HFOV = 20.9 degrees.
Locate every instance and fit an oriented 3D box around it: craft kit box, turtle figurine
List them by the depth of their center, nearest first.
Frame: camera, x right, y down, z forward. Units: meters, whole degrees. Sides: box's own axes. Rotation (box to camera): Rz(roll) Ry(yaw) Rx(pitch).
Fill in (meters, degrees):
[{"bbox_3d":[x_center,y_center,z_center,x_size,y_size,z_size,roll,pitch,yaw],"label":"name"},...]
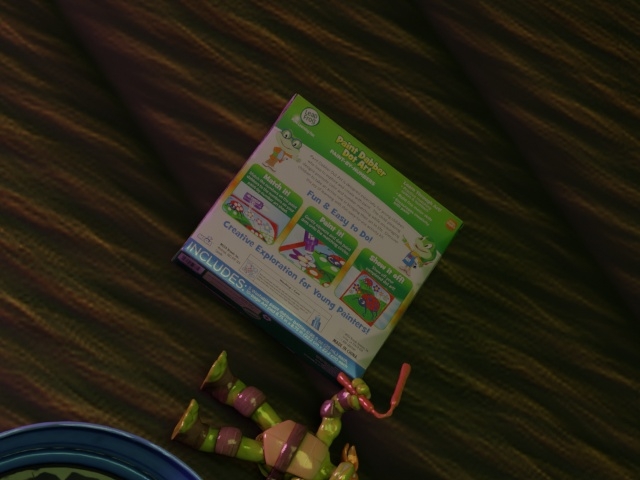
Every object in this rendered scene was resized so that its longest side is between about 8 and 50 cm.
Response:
[{"bbox_3d":[-0.035,0.211,1.870,0.217,0.087,0.269,31,73,1],"label":"turtle figurine"},{"bbox_3d":[0.000,0.000,1.974,0.250,0.061,0.247,38,67,-4],"label":"craft kit box"}]

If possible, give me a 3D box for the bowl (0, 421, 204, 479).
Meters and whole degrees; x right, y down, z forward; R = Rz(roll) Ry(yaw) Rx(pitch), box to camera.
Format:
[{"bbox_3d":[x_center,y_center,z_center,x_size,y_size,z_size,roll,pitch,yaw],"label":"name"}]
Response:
[{"bbox_3d":[-0.257,0.380,1.739,0.391,0.077,0.391,6,71,-17],"label":"bowl"}]
